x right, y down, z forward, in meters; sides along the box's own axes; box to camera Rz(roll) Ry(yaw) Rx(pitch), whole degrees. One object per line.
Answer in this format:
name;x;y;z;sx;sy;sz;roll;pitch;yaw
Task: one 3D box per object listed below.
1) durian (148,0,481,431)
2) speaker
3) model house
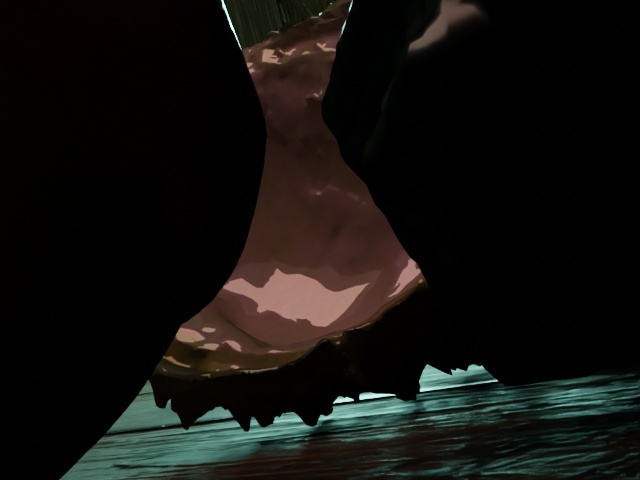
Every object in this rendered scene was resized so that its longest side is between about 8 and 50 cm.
durian;0.008;0.004;0.657;0.305;0.185;0.195;-7;27;19
speaker;-0.163;-0.030;0.401;0.294;0.294;0.294;-14;-1;0
model house;0.109;-0.133;0.406;0.335;0.342;0.382;21;-24;2
